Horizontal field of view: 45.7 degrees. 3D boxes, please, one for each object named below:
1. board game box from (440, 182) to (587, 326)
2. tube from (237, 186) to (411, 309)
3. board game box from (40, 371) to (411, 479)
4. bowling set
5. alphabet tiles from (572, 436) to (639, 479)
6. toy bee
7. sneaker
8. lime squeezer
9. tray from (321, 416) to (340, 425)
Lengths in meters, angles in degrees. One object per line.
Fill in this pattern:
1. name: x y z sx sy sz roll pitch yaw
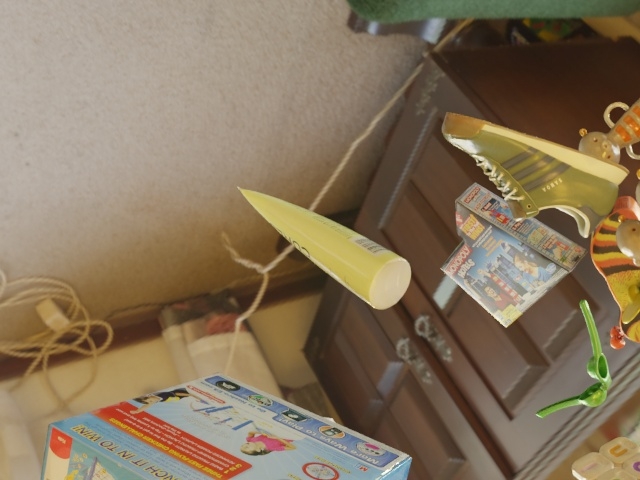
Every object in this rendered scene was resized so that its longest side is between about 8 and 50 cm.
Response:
1. board game box: 0.277 0.014 1.187 0.060 0.194 0.194 -39 168 -34
2. tube: 0.000 0.000 0.872 0.062 0.240 0.070 -28 131 -29
3. board game box: -0.098 0.269 0.875 0.302 0.308 0.086 -4 109 -59
4. bowling set: 0.388 -0.031 0.774 0.154 0.287 0.200 -37 173 7
5. alphabet tiles: 0.598 0.453 1.356 0.278 0.284 0.021 -21 115 -21
6. toy bee: 0.481 0.091 1.134 0.162 0.298 0.195 -38 166 31
7. sneaker: 0.206 -0.062 0.769 0.064 0.192 0.086 -61 169 -81
8. lime squeezer: 0.524 0.258 1.501 0.059 0.110 0.310 -21 133 -34
9. tray: -0.095 0.315 1.324 0.270 0.030 0.145 10 166 -22
